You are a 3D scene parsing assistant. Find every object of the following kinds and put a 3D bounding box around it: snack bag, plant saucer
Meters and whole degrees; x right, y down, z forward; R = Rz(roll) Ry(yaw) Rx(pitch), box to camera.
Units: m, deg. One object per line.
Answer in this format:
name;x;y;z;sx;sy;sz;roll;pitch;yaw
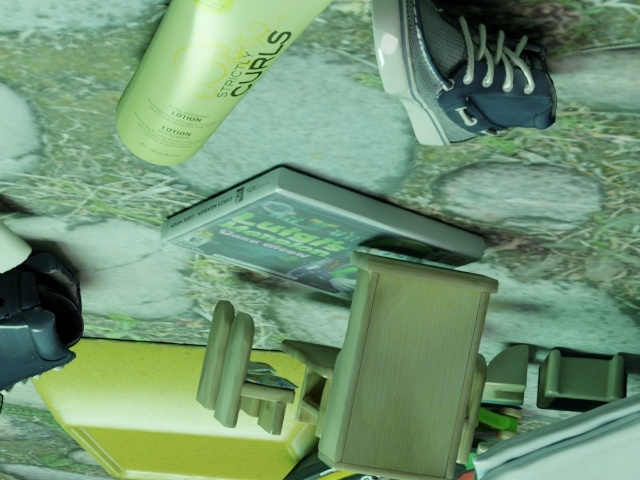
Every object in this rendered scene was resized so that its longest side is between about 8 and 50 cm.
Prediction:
snack bag;0.307;0.206;1.595;0.342;0.037;0.323;-20;146;-1
plant saucer;-0.124;0.192;1.927;0.332;0.081;0.333;3;161;9

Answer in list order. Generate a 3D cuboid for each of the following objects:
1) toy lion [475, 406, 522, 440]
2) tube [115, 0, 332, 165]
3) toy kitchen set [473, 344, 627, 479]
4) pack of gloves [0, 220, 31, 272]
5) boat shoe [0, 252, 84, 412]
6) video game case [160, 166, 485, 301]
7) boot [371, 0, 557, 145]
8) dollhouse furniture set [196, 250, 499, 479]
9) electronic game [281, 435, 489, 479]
toy lion;0.138;0.176;1.871;0.100;0.034;0.096;23;162;-39
tube;-0.062;-0.115;1.080;0.070;0.062;0.240;-29;173;-30
toy kitchen set;0.244;0.196;1.683;0.207;0.166;0.122;5;160;6
pack of gloves;-0.351;0.017;1.388;0.195;0.046;0.232;-35;141;5
boat shoe;-0.284;0.101;1.655;0.158;0.127;0.340;0;161;1
video game case;0.000;0.000;1.430;0.190;0.022;0.173;19;157;-30
boot;0.084;-0.106;1.056;0.086;0.069;0.190;-5;166;12
dollhouse furniture set;0.037;0.087;1.498;0.212;0.161;0.242;11;-177;-17
electronic game;0.066;0.240;1.880;0.229;0.048;0.229;-10;159;-4
